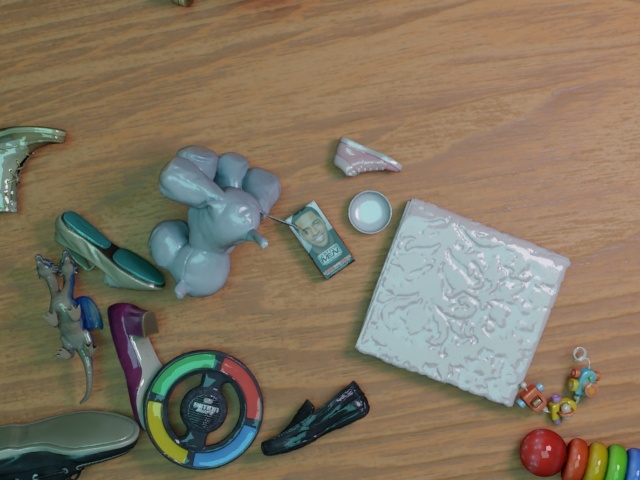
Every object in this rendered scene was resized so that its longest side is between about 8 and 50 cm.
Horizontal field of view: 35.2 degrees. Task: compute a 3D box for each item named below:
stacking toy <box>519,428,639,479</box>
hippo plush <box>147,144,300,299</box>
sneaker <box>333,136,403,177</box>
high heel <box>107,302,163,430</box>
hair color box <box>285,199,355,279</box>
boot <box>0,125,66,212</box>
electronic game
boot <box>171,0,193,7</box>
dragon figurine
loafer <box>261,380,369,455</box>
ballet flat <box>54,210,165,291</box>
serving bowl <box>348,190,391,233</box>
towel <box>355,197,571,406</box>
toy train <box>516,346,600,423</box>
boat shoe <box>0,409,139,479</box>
[{"bbox_3d":[0.534,0.435,1.880,0.330,0.141,0.141,13,88,8],"label":"stacking toy"},{"bbox_3d":[-0.192,-0.015,1.902,0.294,0.234,0.237,37,120,17],"label":"hippo plush"},{"bbox_3d":[0.087,-0.144,1.948,0.134,0.051,0.070,24,90,6],"label":"sneaker"},{"bbox_3d":[-0.364,0.242,1.949,0.117,0.082,0.244,7,107,39],"label":"high heel"},{"bbox_3d":[0.000,0.000,1.947,0.072,0.043,0.141,-36,86,1],"label":"hair color box"},{"bbox_3d":[-0.589,-0.135,1.954,0.213,0.077,0.165,-6,87,6],"label":"boot"},{"bbox_3d":[-0.222,0.322,1.919,0.229,0.048,0.229,0,91,-11],"label":"electronic game"},{"bbox_3d":[-0.334,-0.581,1.954,0.203,0.095,0.262,1,86,1],"label":"boot"},{"bbox_3d":[-0.470,0.159,1.931,0.085,0.144,0.289,-18,113,0],"label":"dragon figurine"},{"bbox_3d":[-0.016,0.341,1.922,0.223,0.076,0.078,-26,82,-4],"label":"loafer"},{"bbox_3d":[-0.413,0.039,1.948,0.248,0.086,0.086,37,89,4],"label":"ballet flat"},{"bbox_3d":[0.096,-0.054,1.954,0.083,0.027,0.083,0,88,2],"label":"serving bowl"},{"bbox_3d":[0.269,0.120,1.931,0.331,0.053,0.317,21,89,2],"label":"towel"},{"bbox_3d":[0.457,0.284,1.899,0.166,0.046,0.125,-38,114,-2],"label":"toy train"},{"bbox_3d":[-0.507,0.411,1.916,0.339,0.127,0.113,-9,117,-6],"label":"boat shoe"}]
